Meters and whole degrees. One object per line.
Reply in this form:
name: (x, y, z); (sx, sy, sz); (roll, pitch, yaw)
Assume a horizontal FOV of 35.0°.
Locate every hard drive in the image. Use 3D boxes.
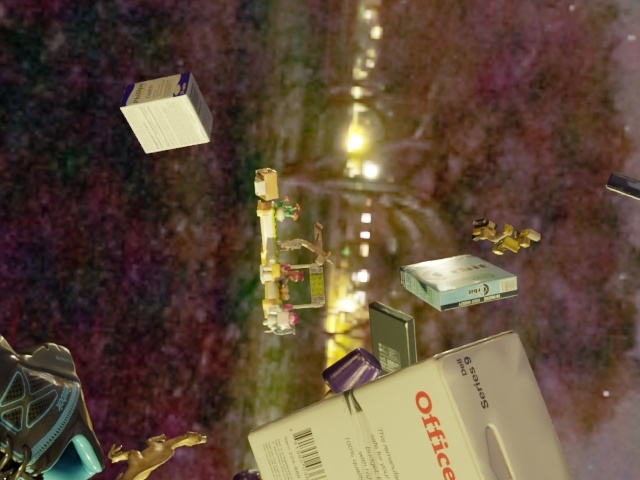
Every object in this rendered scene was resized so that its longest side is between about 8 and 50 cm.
hard drive: (0.123, 0.178, 1.718); (0.094, 0.022, 0.135); (22, -52, 45)

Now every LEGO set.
LEGO set: (-0.050, 0.020, 1.739); (0.132, 0.107, 0.287); (87, 0, -79)

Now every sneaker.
sneaker: (-0.298, 0.160, 0.905); (0.140, 0.125, 0.341); (58, 12, 17)

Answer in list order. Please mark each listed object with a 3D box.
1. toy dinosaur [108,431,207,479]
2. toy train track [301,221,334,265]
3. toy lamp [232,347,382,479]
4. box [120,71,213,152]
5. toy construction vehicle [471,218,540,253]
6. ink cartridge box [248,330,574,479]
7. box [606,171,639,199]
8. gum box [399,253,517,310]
toy dinosaur: (-0.223, 0.277, 1.245); (0.183, 0.092, 0.053); (-37, 108, -44)
toy train track: (0.000, 0.000, 1.169); (0.014, 0.048, 0.083); (-48, -158, 23)
toy lamp: (-0.015, 0.271, 1.480); (0.275, 0.080, 0.080); (-49, -175, 11)
box: (-0.292, -0.243, 1.941); (0.126, 0.137, 0.072); (67, 20, -46)
toy construction vehicle: (0.274, -0.001, 1.526); (0.098, 0.086, 0.035); (-9, -119, 56)
ink cartridge box: (0.086, 0.231, 0.950); (0.289, 0.121, 0.211); (-30, -103, 46)
box: (0.616, -0.093, 1.936); (0.037, 0.136, 0.225); (-70, 166, 10)
gum box: (0.255, 0.075, 1.902); (0.184, 0.157, 0.041); (-147, -132, -68)
